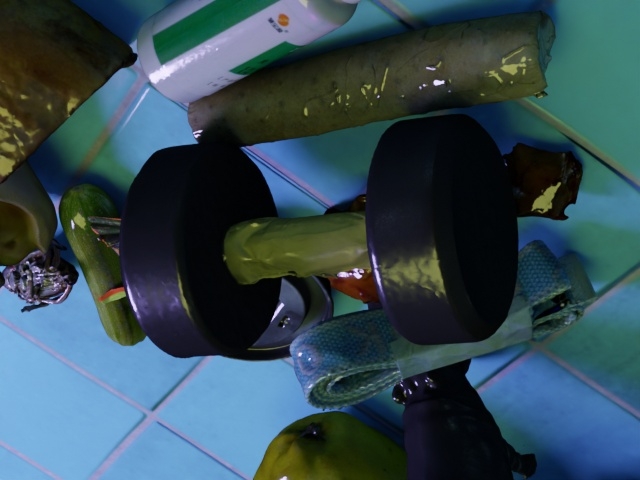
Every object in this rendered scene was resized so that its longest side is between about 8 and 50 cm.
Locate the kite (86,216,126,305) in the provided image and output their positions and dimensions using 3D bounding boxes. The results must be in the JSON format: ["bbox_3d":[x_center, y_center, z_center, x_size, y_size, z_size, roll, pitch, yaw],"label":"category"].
[{"bbox_3d":[-0.162,0.041,1.584,0.183,0.014,0.241,-22,132,13],"label":"kite"}]

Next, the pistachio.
[{"bbox_3d":[-0.403,-0.078,1.514,0.288,0.166,0.197,62,166,-24],"label":"pistachio"}]

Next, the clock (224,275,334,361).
[{"bbox_3d":[-0.077,0.058,1.558,0.185,0.040,0.184,3,135,3],"label":"clock"}]

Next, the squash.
[{"bbox_3d":[-0.240,0.028,1.613,0.066,0.066,0.229,6,134,19],"label":"squash"}]

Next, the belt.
[{"bbox_3d":[0.119,0.083,1.398,0.302,0.072,0.087,-20,142,-2],"label":"belt"}]

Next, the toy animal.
[{"bbox_3d":[0.136,0.203,1.467,0.106,0.343,0.168,-35,137,25],"label":"toy animal"}]

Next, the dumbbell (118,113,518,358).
[{"bbox_3d":[0.000,0.000,1.302,0.322,0.203,0.203,-5,129,25],"label":"dumbbell"}]

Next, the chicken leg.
[{"bbox_3d":[0.116,-0.021,1.397,0.304,0.093,0.113,-24,106,34],"label":"chicken leg"}]

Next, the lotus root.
[{"bbox_3d":[-0.304,-0.172,1.376,0.180,0.199,0.188,44,90,-11],"label":"lotus root"}]

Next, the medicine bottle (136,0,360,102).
[{"bbox_3d":[-0.050,-0.207,1.279,0.260,0.095,0.095,-21,120,40],"label":"medicine bottle"}]

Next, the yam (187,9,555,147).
[{"bbox_3d":[0.041,-0.144,1.311,0.372,0.083,0.083,-6,128,33],"label":"yam"}]

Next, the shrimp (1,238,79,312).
[{"bbox_3d":[-0.315,0.041,1.628,0.190,0.073,0.074,10,111,59],"label":"shrimp"}]

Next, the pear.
[{"bbox_3d":[0.031,0.322,1.671,0.212,0.212,0.269,-8,121,31],"label":"pear"}]
